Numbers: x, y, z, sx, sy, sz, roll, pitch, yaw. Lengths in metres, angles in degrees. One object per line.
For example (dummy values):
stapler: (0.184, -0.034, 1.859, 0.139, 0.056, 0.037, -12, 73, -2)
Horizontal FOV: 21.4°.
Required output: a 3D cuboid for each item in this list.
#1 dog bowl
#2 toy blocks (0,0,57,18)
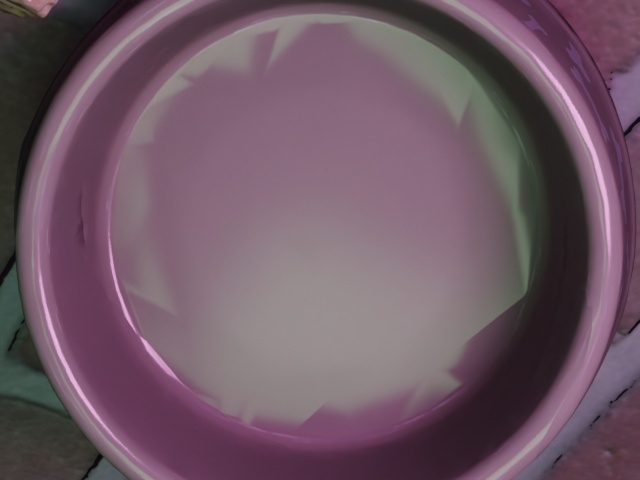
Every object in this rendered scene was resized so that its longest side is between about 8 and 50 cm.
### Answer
dog bowl: (0.000, 0.000, 0.890, 0.348, 0.102, 0.349, 0, 99, 1)
toy blocks: (-0.274, -0.161, 0.767, 0.288, 0.309, 0.260, 27, 169, -31)
